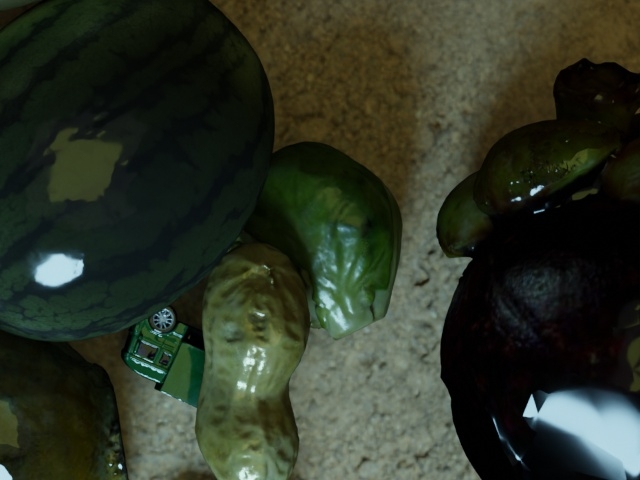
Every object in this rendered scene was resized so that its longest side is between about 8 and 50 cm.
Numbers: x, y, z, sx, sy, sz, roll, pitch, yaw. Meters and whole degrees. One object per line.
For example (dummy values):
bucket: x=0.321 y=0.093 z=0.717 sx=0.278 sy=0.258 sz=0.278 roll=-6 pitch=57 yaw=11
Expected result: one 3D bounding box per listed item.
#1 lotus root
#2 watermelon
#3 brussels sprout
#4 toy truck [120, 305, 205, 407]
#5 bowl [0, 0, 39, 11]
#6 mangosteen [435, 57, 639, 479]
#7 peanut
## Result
lotus root: x=-0.293 y=0.196 z=1.557 sx=0.260 sy=0.149 sz=0.267 roll=5 pitch=88 yaw=-10
watermelon: x=-0.201 y=-0.061 z=1.522 sx=0.359 sy=0.279 sz=0.279 roll=-43 pitch=94 yaw=-18
brussels sprout: x=0.005 y=-0.006 z=1.637 sx=0.183 sy=0.131 sz=0.145 roll=43 pitch=85 yaw=-4
toy truck: x=-0.112 y=0.112 z=1.638 sx=0.147 sy=0.065 sz=0.079 roll=26 pitch=84 yaw=-10
bowl: x=-0.267 y=-0.318 z=1.516 sx=0.435 sy=0.435 sz=0.196 roll=-29 pitch=117 yaw=-12
mangosteen: x=0.266 y=0.077 z=1.566 sx=0.381 sy=0.381 sz=0.421 roll=-38 pitch=85 yaw=-12
peanut: x=-0.060 y=0.116 z=1.561 sx=0.098 sy=0.103 sz=0.229 roll=3 pitch=90 yaw=8
